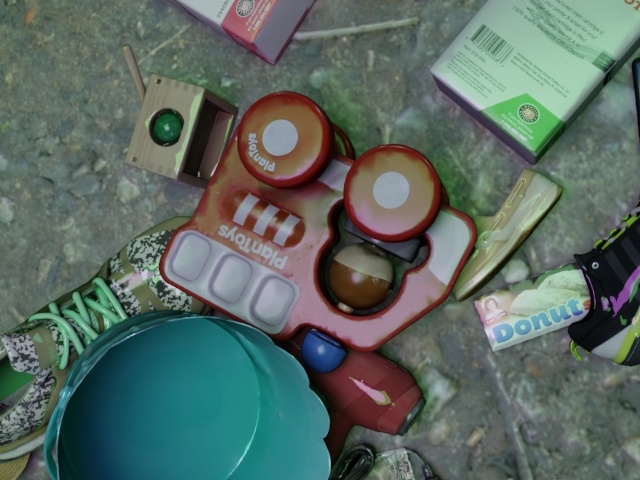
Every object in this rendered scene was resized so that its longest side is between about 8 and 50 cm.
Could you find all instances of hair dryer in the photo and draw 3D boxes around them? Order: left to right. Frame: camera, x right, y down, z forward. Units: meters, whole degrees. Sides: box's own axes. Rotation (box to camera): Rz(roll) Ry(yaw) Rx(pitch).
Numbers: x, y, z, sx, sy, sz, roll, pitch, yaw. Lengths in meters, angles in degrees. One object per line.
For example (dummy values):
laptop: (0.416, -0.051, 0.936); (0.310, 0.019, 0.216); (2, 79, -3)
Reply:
hair dryer: (0.016, 0.220, 0.907); (0.223, 0.080, 0.294); (-19, 81, 14)

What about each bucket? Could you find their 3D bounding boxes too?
bucket: (-0.147, 0.202, 0.837); (0.281, 0.183, 0.281); (-1, 92, -22)

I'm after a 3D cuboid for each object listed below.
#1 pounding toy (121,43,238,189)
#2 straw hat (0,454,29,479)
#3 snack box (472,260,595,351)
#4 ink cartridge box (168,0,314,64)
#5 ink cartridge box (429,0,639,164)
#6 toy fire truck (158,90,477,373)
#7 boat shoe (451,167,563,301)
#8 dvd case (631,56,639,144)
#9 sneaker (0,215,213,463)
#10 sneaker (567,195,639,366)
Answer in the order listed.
pounding toy: (-0.179, -0.142, 0.947); (0.100, 0.141, 0.130); (18, 91, 15)
straw hat: (-0.450, 0.271, 1.030); (0.144, 0.144, 0.061); (50, 137, 12)
snack box: (0.264, 0.063, 0.881); (0.178, 0.022, 0.064); (-22, 83, 12)
ink cartridge box: (-0.114, -0.343, 0.969); (0.218, 0.092, 0.159); (34, 95, 16)
ink cartridge box: (0.246, -0.212, 0.869); (0.153, 0.087, 0.208); (43, 98, 13)
toy fire truck: (0.000, 0.000, 0.872); (0.302, 0.169, 0.254); (28, 93, 12)
boat shoe: (0.195, -0.008, 0.887); (0.059, 0.063, 0.170); (41, 88, 16)
dvd case: (0.471, -0.122, 0.840); (0.253, 0.022, 0.180); (-6, 84, 14)
sneaker: (-0.286, 0.121, 0.930); (0.410, 0.182, 0.158); (-41, 80, 1)
sneaker: (0.312, 0.015, 0.816); (0.097, 0.084, 0.235); (16, 91, 14)
